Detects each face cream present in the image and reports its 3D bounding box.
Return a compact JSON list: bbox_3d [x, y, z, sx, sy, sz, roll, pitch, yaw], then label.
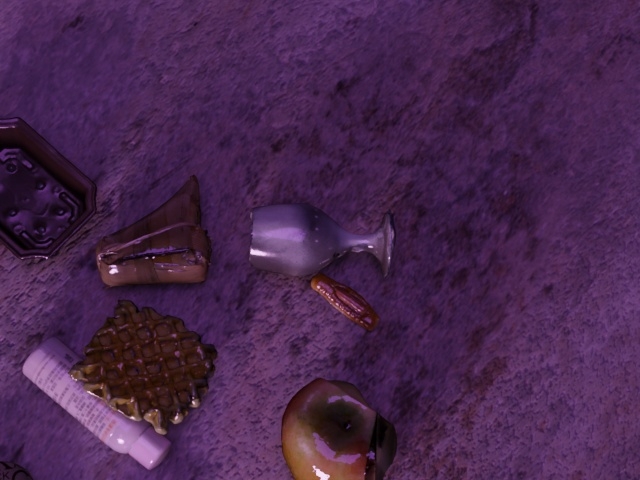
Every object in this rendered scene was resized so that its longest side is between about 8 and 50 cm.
[{"bbox_3d":[-0.354,0.265,1.819,0.269,0.082,0.082,39,74,8],"label":"face cream"}]

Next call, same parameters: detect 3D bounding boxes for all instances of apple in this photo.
[{"bbox_3d":[0.027,0.320,1.770,0.173,0.188,0.207,-25,68,-15],"label":"apple"}]

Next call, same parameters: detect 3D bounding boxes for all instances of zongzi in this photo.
[{"bbox_3d":[-0.283,-0.018,1.910,0.194,0.099,0.197,-6,62,-6],"label":"zongzi"}]

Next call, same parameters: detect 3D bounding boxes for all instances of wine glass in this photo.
[{"bbox_3d":[0.000,0.000,1.903,0.241,0.126,0.127,4,72,-3],"label":"wine glass"}]

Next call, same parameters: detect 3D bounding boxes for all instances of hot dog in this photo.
[{"bbox_3d":[0.044,0.100,1.924,0.137,0.028,0.044,39,67,10],"label":"hot dog"}]

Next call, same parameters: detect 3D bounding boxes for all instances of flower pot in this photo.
[{"bbox_3d":[-0.502,-0.078,1.919,0.251,0.084,0.179,41,74,8],"label":"flower pot"}]

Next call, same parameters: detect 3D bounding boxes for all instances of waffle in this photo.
[{"bbox_3d":[-0.274,0.201,1.824,0.204,0.054,0.223,26,43,3],"label":"waffle"}]

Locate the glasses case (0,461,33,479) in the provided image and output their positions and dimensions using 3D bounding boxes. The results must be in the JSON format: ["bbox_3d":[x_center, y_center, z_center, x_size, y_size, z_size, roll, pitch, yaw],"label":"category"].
[{"bbox_3d":[-0.481,0.515,1.728,0.137,0.085,0.355,-12,74,-6],"label":"glasses case"}]
